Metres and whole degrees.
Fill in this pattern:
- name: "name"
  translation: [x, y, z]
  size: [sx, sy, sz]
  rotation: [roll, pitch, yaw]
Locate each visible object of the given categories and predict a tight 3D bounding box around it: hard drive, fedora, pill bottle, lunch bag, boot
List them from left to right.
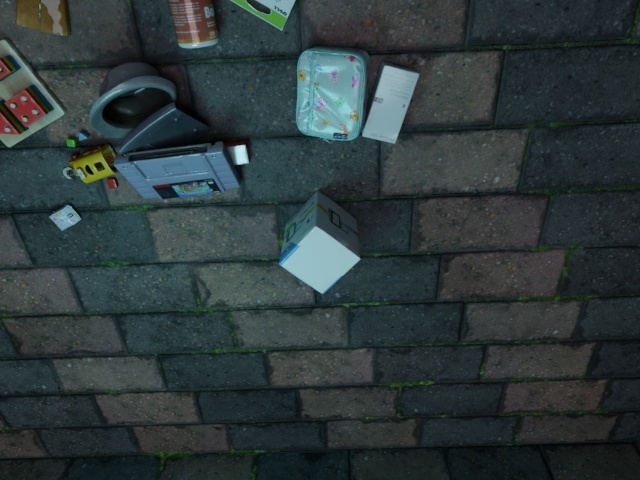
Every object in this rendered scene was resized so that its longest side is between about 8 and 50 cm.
- name: "boot"
  translation: [-0.835, -0.747, 1.305]
  size: [0.264, 0.096, 0.280]
  rotation: [12, 129, -16]
- name: "lunch bag"
  translation: [-0.935, -0.087, 1.719]
  size: [0.083, 0.053, 0.071]
  rotation: [-26, 120, 5]
- name: "fedora"
  translation: [-0.578, -0.443, 1.424]
  size: [0.275, 0.243, 0.124]
  rotation: [-28, 78, 17]
- name: "hard drive"
  translation: [-0.505, -0.340, 1.512]
  size: [0.254, 0.054, 0.172]
  rotation: [-29, 156, 22]
- name: "pill bottle"
  translation: [-0.363, -0.664, 1.316]
  size: [0.121, 0.121, 0.216]
  rotation: [-4, 122, 2]
- name: "lunch bag"
  translation: [0.031, -0.446, 1.444]
  size: [0.224, 0.108, 0.279]
  rotation: [10, 121, 11]

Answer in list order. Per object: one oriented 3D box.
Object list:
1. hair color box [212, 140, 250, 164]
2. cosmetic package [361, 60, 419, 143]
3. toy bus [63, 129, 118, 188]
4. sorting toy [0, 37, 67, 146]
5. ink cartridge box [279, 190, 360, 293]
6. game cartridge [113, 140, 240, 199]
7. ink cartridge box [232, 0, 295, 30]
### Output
- name: "hair color box"
  translation: [-0.315, -0.294, 1.595]
  size: [0.141, 0.043, 0.072]
  rotation: [-5, 123, 2]
- name: "cosmetic package"
  translation: [0.216, -0.436, 1.484]
  size: [0.117, 0.085, 0.231]
  rotation: [11, 120, -7]
- name: "toy bus"
  translation: [-0.785, -0.248, 1.587]
  size: [0.191, 0.104, 0.202]
  rotation: [21, 119, -13]
- name: "sorting toy"
  translation: [-1.000, -0.446, 1.471]
  size: [0.255, 0.089, 0.257]
  rotation: [-24, 119, 14]
- name: "ink cartridge box"
  translation: [0.000, 0.000, 1.647]
  size: [0.197, 0.270, 0.198]
  rotation: [36, 115, -19]
- name: "game cartridge"
  translation: [-0.466, -0.225, 1.568]
  size: [0.355, 0.068, 0.230]
  rotation: [-6, 151, 4]
- name: "ink cartridge box"
  translation: [-0.133, -0.745, 1.293]
  size: [0.188, 0.097, 0.255]
  rotation: [25, 153, -15]
